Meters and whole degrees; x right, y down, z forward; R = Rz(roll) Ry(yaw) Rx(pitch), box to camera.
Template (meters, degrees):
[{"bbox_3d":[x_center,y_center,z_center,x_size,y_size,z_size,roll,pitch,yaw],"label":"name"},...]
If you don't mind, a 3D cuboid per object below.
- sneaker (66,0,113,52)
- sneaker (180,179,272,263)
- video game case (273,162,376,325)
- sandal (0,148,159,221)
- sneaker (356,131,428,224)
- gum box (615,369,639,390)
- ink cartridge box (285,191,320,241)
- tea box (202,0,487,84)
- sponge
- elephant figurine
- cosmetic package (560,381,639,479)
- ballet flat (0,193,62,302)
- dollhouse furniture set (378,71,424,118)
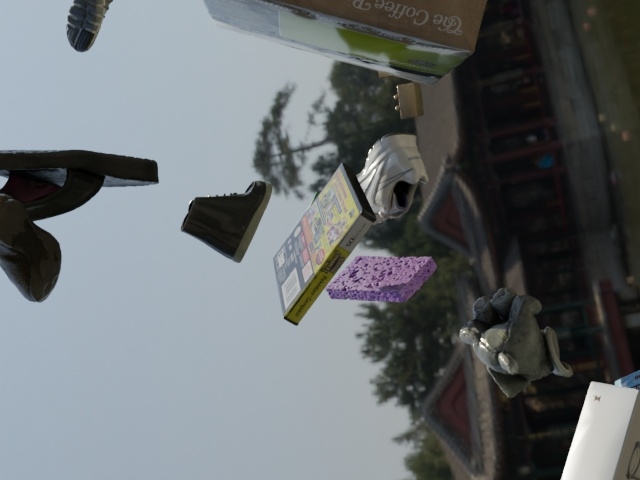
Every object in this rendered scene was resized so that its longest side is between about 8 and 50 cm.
[{"bbox_3d":[-0.425,-0.486,1.907,0.132,0.086,0.229,-17,-47,-55],"label":"sneaker"},{"bbox_3d":[-0.157,-0.060,1.613,0.083,0.118,0.222,-59,9,29],"label":"sneaker"},{"bbox_3d":[0.000,0.000,1.787,0.035,0.248,0.275,31,-165,-18],"label":"video game case"},{"bbox_3d":[-0.407,-0.079,1.426,0.446,0.167,0.107,-2,-90,-57],"label":"sandal"},{"bbox_3d":[0.116,-0.088,1.946,0.297,0.111,0.129,-55,48,44],"label":"sneaker"},{"bbox_3d":[0.651,0.269,1.693,0.157,0.184,0.041,131,152,-57],"label":"gum box"},{"bbox_3d":[-0.028,-0.010,2.392,0.087,0.153,0.208,32,-155,-5],"label":"ink cartridge box"},{"bbox_3d":[0.035,-0.353,1.184,0.323,0.329,0.220,-120,45,-85],"label":"tea box"},{"bbox_3d":[0.117,0.074,1.870,0.117,0.210,0.031,-43,-63,-34],"label":"sponge"},{"bbox_3d":[0.385,0.207,1.748,0.239,0.169,0.186,44,-112,-32],"label":"elephant figurine"},{"bbox_3d":[0.446,0.426,1.336,0.284,0.097,0.377,27,-103,-28],"label":"cosmetic package"},{"bbox_3d":[-0.386,0.009,1.199,0.250,0.058,0.084,86,-159,-67],"label":"ballet flat"},{"bbox_3d":[0.087,-0.260,1.469,0.144,0.123,0.151,-38,-59,-76],"label":"dollhouse furniture set"}]
